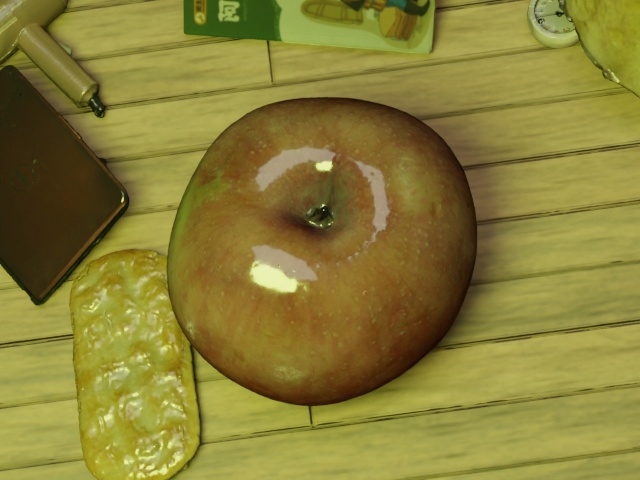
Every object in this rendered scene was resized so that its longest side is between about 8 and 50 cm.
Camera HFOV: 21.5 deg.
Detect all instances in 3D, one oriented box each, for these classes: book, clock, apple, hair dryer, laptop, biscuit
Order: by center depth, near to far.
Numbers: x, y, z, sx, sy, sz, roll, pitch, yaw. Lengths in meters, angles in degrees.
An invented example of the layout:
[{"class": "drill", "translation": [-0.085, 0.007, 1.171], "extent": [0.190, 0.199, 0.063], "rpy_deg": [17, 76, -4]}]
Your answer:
[{"class": "apple", "translation": [0.000, 0.000, 1.554], "extent": [0.306, 0.235, 0.305], "rpy_deg": [-1, 66, 2]}, {"class": "biscuit", "translation": [-0.181, 0.121, 1.629], "extent": [0.118, 0.029, 0.247], "rpy_deg": [-10, 66, 1]}, {"class": "laptop", "translation": [-0.295, -0.057, 1.688], "extent": [0.154, 0.026, 0.207], "rpy_deg": [-48, 69, 10]}, {"class": "book", "translation": [-0.010, -0.298, 1.724], "extent": [0.264, 0.202, 0.027], "rpy_deg": [6, 27, 7]}, {"class": "clock", "translation": [0.242, -0.264, 1.754], "extent": [0.087, 0.041, 0.129], "rpy_deg": [-28, 72, -3]}, {"class": "hair dryer", "translation": [-0.282, -0.197, 1.765], "extent": [0.117, 0.064, 0.182], "rpy_deg": [-42, 78, -15]}]

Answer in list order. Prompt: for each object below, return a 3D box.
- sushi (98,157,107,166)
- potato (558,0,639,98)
[{"class": "sushi", "translation": [-0.255, -0.056, 1.712], "extent": [0.083, 0.044, 0.046], "rpy_deg": [-7, 84, 9]}, {"class": "potato", "translation": [0.364, -0.276, 1.634], "extent": [0.242, 0.242, 0.285], "rpy_deg": [-20, 67, -4]}]
